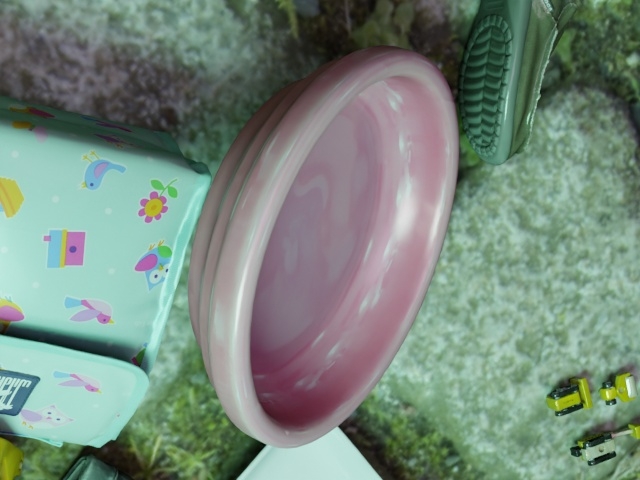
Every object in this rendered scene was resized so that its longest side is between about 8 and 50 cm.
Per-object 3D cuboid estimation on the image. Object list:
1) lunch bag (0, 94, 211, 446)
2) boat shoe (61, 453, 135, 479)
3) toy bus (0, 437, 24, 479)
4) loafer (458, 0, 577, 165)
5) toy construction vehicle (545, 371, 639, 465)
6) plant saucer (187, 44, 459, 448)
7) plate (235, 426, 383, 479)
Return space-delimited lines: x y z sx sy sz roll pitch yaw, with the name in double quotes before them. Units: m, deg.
"lunch bag" -0.231 0.031 0.983 0.224 0.160 0.262 13 103 -27
"boat shoe" -0.266 0.319 1.059 0.119 0.121 0.335 45 72 -13
"toy bus" -0.295 0.233 0.966 0.191 0.104 0.202 -35 75 -11
"loafer" 0.188 -0.189 1.151 0.088 0.094 0.251 4 101 -22
"toy construction vehicle" 0.275 0.176 1.297 0.098 0.035 0.085 -18 96 -22
"plant saucer" 0.000 0.000 1.042 0.332 0.084 0.332 -40 141 -43
"plate" -0.024 0.332 1.171 0.278 0.045 0.277 -45 110 -13
